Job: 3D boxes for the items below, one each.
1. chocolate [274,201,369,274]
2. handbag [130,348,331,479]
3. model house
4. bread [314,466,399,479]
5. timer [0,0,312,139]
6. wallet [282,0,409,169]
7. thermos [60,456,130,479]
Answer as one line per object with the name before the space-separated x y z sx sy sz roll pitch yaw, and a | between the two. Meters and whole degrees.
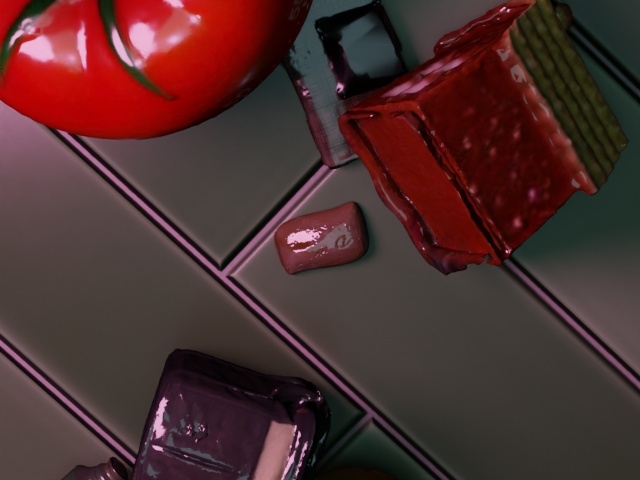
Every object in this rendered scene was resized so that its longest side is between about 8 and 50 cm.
chocolate | 0.000 0.000 1.824 0.101 0.031 0.064 -12 97 7
handbag | -0.093 0.214 1.761 0.181 0.254 0.181 17 91 -4
model house | 0.184 -0.115 1.718 0.254 0.160 0.196 -38 105 -16
bread | 0.029 0.344 1.862 0.213 0.105 0.213 1 105 5
timer | -0.186 -0.285 1.630 0.378 0.279 0.378 3 103 12
wallet | 0.017 -0.198 1.773 0.124 0.042 0.230 -22 99 10
thermos | -0.282 0.312 1.884 0.188 0.073 0.083 -42 96 10
